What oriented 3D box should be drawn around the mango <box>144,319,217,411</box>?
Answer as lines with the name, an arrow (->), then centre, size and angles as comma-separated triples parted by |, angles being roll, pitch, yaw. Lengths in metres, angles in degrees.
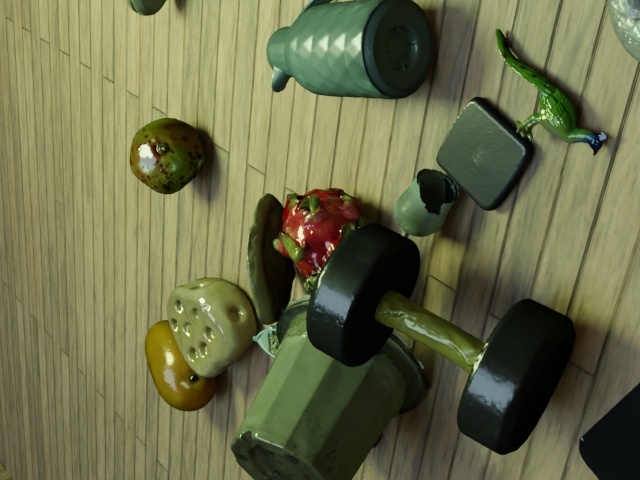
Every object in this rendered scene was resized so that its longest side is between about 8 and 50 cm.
mango -> -0.331, 0.277, 1.913 | 0.254, 0.139, 0.175 | 49, 147, 37

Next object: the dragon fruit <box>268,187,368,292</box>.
dragon fruit -> 0.000, 0.000, 1.362 | 0.160, 0.166, 0.172 | 56, -170, -27

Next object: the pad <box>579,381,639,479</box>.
pad -> 0.446, 0.264, 1.040 | 0.181, 0.004, 0.267 | 53, 137, 26

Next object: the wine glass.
wine glass -> 0.138, -0.021, 1.270 | 0.079, 0.079, 0.195 | 54, 140, 25

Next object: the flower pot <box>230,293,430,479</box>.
flower pot -> -0.006, 0.270, 1.338 | 0.290, 0.259, 0.290 | 23, 143, 18

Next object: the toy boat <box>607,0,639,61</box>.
toy boat -> 0.370, -0.296, 0.875 | 0.155, 0.085, 0.227 | 24, 120, 44

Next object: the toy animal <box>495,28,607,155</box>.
toy animal -> 0.272, -0.179, 1.071 | 0.075, 0.041, 0.217 | -50, 60, 26

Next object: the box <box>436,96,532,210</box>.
box -> 0.230, -0.119, 1.165 | 0.125, 0.027, 0.126 | 50, 135, 25

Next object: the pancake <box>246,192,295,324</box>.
pancake -> -0.080, 0.029, 1.473 | 0.050, 0.242, 0.242 | -2, 104, 10

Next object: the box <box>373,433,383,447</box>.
box -> 0.018, 0.316, 1.513 | 0.175, 0.112, 0.048 | 49, 136, 28

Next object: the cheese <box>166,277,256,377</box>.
cheese -> -0.233, 0.184, 1.778 | 0.235, 0.117, 0.218 | 31, 127, 41

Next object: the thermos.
thermos -> 0.031, -0.305, 1.264 | 0.286, 0.145, 0.182 | 16, 83, 49

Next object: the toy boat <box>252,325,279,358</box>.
toy boat -> -0.069, 0.211, 1.628 | 0.173, 0.059, 0.069 | 17, 115, 48

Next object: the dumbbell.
dumbbell -> 0.160, 0.127, 1.136 | 0.322, 0.204, 0.204 | 27, 124, 26

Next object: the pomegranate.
pomegranate -> -0.323, -0.176, 1.749 | 0.205, 0.159, 0.159 | -164, 62, -79

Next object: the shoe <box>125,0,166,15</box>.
shoe -> -0.271, -0.567, 1.574 | 0.171, 0.132, 0.336 | 38, 127, 26
